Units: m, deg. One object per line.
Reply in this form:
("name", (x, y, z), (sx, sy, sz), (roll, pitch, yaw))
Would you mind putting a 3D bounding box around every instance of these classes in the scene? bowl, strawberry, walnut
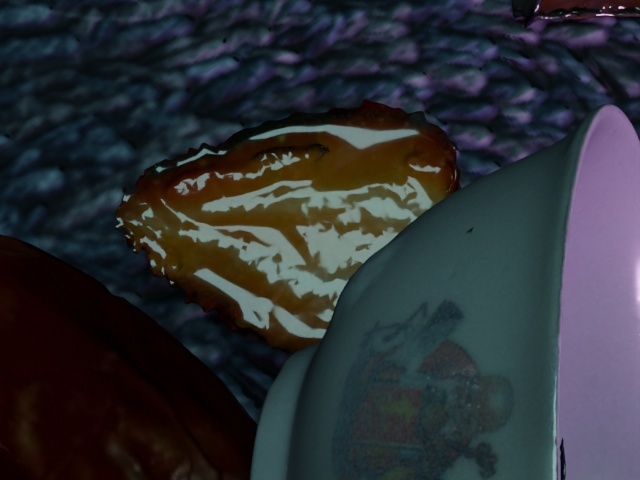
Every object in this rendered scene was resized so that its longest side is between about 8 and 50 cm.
("bowl", (0.065, 0.116, 0.709), (0.157, 0.345, 0.346), (-2, 69, 19))
("strawberry", (0.004, 0.001, 0.839), (0.192, 0.085, 0.140), (-25, 82, -6))
("walnut", (-0.157, 0.132, 0.731), (0.269, 0.222, 0.244), (40, 105, -1))

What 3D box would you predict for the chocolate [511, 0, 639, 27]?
("chocolate", (0.171, -0.278, 0.942), (0.112, 0.112, 0.321), (4, 69, -12))
